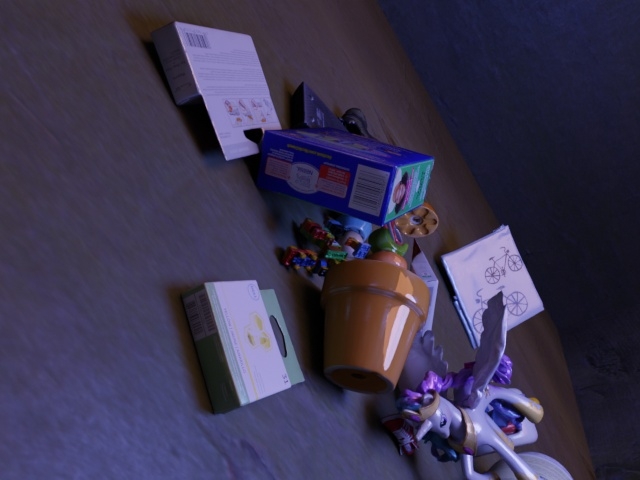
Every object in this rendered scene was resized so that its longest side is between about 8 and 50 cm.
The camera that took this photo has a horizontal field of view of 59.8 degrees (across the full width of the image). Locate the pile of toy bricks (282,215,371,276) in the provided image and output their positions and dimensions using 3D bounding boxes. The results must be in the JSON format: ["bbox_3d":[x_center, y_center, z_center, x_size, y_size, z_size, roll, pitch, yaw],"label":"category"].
[{"bbox_3d":[0.000,0.000,1.104,0.212,0.118,0.105,10,26,-50],"label":"pile of toy bricks"}]

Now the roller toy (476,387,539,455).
[{"bbox_3d":[0.432,0.452,1.399,0.191,0.209,0.146,13,55,-43],"label":"roller toy"}]

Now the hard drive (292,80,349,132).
[{"bbox_3d":[0.016,-0.261,1.406,0.254,0.054,0.172,41,35,-41],"label":"hard drive"}]

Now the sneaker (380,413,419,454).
[{"bbox_3d":[0.161,0.389,1.113,0.118,0.042,0.067,38,33,-48],"label":"sneaker"}]

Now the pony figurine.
[{"bbox_3d":[0.311,0.322,1.151,0.363,0.302,0.351,39,41,-19],"label":"pony figurine"}]

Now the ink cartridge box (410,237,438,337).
[{"bbox_3d":[0.234,0.121,1.406,0.225,0.056,0.181,-105,-166,-61],"label":"ink cartridge box"}]

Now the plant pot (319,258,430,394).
[{"bbox_3d":[0.087,0.167,1.014,0.205,0.205,0.188,45,47,-37],"label":"plant pot"}]

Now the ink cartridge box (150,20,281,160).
[{"bbox_3d":[-0.174,-0.271,1.042,0.275,0.060,0.239,-36,109,-65],"label":"ink cartridge box"}]

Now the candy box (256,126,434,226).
[{"bbox_3d":[0.064,-0.143,1.137,0.317,0.268,0.122,-27,133,-63],"label":"candy box"}]

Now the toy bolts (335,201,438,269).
[{"bbox_3d":[0.141,-0.001,1.271,0.228,0.218,0.159,33,43,-20],"label":"toy bolts"}]

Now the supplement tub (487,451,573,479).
[{"bbox_3d":[0.468,0.627,1.266,0.324,0.235,0.236,5,63,-61],"label":"supplement tub"}]

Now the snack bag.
[{"bbox_3d":[0.585,0.152,1.920,0.323,0.037,0.343,-23,89,-21],"label":"snack bag"}]

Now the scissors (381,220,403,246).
[{"bbox_3d":[0.192,-0.111,1.649,0.109,0.021,0.297,28,45,-50],"label":"scissors"}]

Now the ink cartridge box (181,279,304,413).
[{"bbox_3d":[-0.091,0.145,0.832,0.235,0.056,0.171,3,64,-60],"label":"ink cartridge box"}]

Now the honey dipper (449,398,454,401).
[{"bbox_3d":[0.307,0.408,1.400,0.160,0.030,0.031,30,42,-56],"label":"honey dipper"}]

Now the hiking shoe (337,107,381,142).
[{"bbox_3d":[0.119,-0.265,1.602,0.227,0.086,0.114,55,40,-9],"label":"hiking shoe"}]
